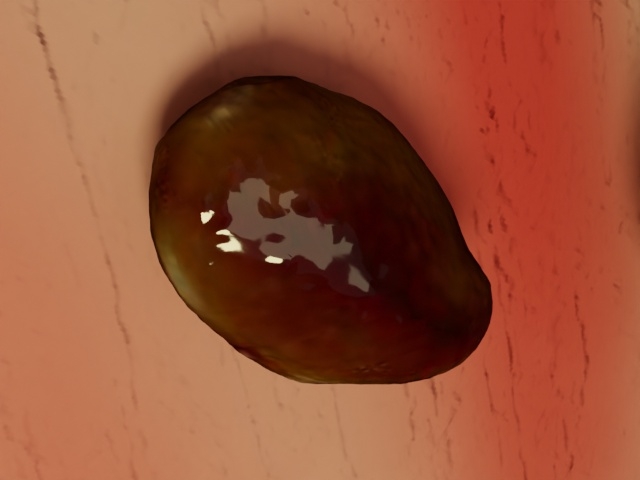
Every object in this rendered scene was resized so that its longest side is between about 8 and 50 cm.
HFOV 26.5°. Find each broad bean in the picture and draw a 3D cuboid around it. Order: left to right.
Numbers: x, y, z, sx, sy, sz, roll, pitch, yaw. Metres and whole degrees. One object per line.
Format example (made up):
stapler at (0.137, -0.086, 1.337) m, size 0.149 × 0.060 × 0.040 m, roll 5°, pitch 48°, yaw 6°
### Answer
broad bean at (0.000, 0.000, 0.557) m, size 0.165 × 0.084 × 0.114 m, roll 47°, pitch 63°, yaw -31°
